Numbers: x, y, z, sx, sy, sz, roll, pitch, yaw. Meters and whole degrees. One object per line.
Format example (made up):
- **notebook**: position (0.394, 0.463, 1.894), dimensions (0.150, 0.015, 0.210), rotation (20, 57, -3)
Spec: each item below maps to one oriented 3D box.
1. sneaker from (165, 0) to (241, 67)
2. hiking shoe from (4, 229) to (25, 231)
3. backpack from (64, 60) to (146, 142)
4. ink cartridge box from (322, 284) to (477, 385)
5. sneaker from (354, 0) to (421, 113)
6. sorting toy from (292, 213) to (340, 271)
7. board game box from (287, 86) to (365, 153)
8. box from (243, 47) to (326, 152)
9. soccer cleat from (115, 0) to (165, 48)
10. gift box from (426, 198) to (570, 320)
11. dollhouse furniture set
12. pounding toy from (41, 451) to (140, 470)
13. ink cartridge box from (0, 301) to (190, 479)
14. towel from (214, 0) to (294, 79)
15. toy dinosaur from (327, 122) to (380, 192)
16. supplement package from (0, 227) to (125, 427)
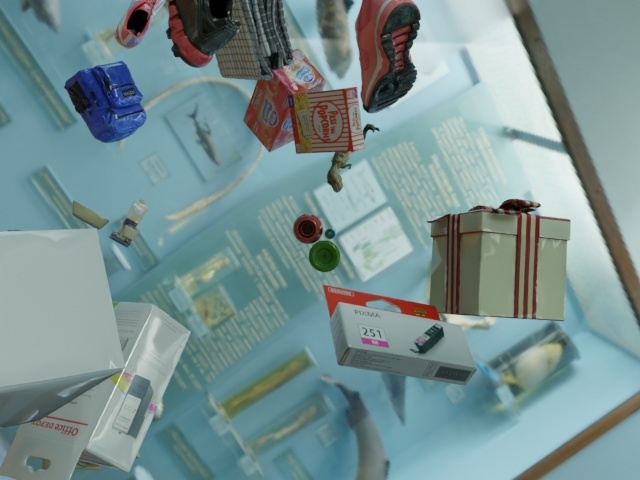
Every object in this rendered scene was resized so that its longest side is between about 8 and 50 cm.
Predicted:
- **sneaker**: position (-0.211, -0.434, 1.257), dimensions (0.098, 0.135, 0.276), rotation (-16, 85, -62)
- **hiking shoe**: position (-0.510, 0.101, 1.210), dimensions (0.304, 0.132, 0.113), rotation (-71, 180, -51)
- **backpack**: position (-0.344, -0.225, 1.244), dimensions (0.101, 0.098, 0.120), rotation (-17, -82, 46)
- **ink cartridge box**: position (0.153, 0.169, 1.523), dimensions (0.239, 0.275, 0.060), rotation (-102, -151, -52)
- **sneaker**: position (0.128, -0.405, 1.593), dimensions (0.136, 0.116, 0.314), rotation (56, -22, 28)
- **sorting toy**: position (0.000, 0.000, 1.229), dimensions (0.102, 0.061, 0.042), rotation (58, 10, 1)
- **board game box**: position (0.013, -0.285, 1.816), dimensions (0.193, 0.045, 0.146), rotation (3, -73, 44)
- **box**: position (-0.100, -0.373, 2.042), dimensions (0.128, 0.123, 0.257), rotation (51, -32, 12)
- **soccer cleat**: position (-0.424, -0.580, 1.859), dimensions (0.083, 0.248, 0.095), rotation (31, -16, -29)
- **gift box**: position (0.377, 0.041, 1.672), dimensions (0.255, 0.276, 0.258), rotation (173, -77, -65)
- **dollhouse furniture set**: position (-0.339, -0.056, 1.239), dimensions (0.114, 0.081, 0.091), rotation (31, -17, -14)
- **pounding toy**: position (-0.507, 0.442, 1.664), dimensions (0.181, 0.206, 0.094), rotation (87, -6, -65)
- **ink cartridge box**: position (-0.408, 0.291, 1.392), dimensions (0.207, 0.353, 0.119), rotation (-1, -34, 36)
- **towel**: position (-0.171, -0.520, 1.768), dimensions (0.235, 0.121, 0.283), rotation (19, -51, 58)
- **toy dinosaur**: position (0.083, -0.249, 1.940), dimensions (0.064, 0.268, 0.118), rotation (36, -35, -22)
- **supplement package**: position (-0.385, 0.120, 0.915), dimensions (0.293, 0.175, 0.177), rotation (-31, -112, 47)
